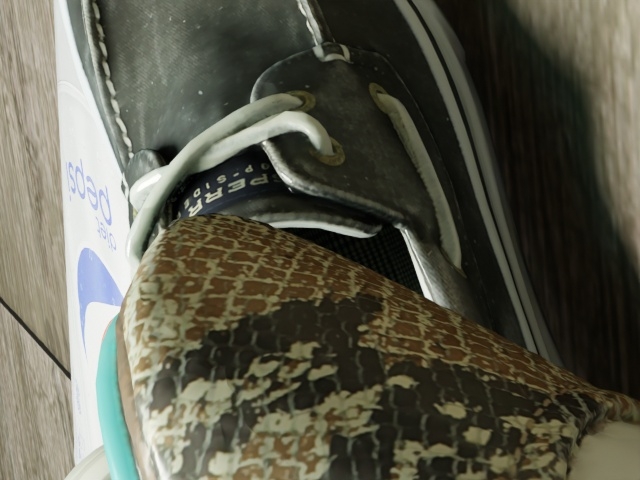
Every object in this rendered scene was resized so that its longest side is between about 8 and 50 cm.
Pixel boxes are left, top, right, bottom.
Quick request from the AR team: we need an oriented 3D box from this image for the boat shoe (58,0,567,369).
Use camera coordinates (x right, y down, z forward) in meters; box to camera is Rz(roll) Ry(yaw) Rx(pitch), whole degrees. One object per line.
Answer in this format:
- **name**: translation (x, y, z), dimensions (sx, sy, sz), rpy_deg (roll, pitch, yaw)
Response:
- **boat shoe**: translation (0.000, 0.000, 0.585), dimensions (0.335, 0.121, 0.119), rpy_deg (61, -163, 16)

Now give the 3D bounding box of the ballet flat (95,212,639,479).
- **ballet flat**: translation (0.115, 0.189, 0.401), dimensions (0.182, 0.164, 0.483), rpy_deg (-27, 78, 30)

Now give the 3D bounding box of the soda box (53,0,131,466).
- **soda box**: translation (-0.049, 0.024, 0.806), dimensions (0.091, 0.098, 0.286), rpy_deg (-126, 31, -46)

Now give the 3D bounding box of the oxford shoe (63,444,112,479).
- **oxford shoe**: translation (0.015, 0.280, 0.705), dimensions (0.130, 0.169, 0.449), rpy_deg (-11, 95, 64)
